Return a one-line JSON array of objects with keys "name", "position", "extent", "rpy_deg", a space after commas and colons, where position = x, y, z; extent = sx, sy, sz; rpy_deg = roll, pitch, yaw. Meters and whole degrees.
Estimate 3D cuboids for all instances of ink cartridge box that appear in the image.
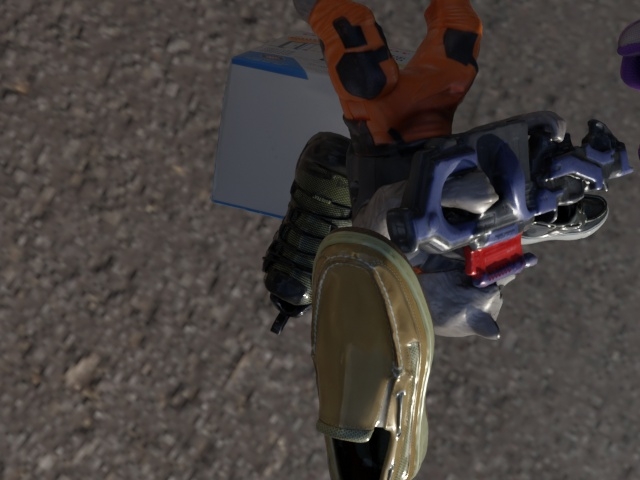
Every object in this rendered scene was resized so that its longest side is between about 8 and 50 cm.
[{"name": "ink cartridge box", "position": [0.005, -0.128, 1.684], "extent": [0.232, 0.171, 0.168], "rpy_deg": [-41, 142, -67]}]

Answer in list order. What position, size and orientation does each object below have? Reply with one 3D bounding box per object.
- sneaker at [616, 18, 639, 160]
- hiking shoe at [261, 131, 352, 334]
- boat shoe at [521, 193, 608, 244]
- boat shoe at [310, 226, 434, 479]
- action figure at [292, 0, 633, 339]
[{"name": "sneaker", "position": [0.220, -0.037, 0.754], "extent": [0.104, 0.236, 0.095], "rpy_deg": [-20, 151, 3]}, {"name": "hiking shoe", "position": [0.000, 0.000, 1.306], "extent": [0.227, 0.086, 0.114], "rpy_deg": [101, 12, -58]}, {"name": "boat shoe", "position": [0.254, -0.027, 1.572], "extent": [0.142, 0.049, 0.040], "rpy_deg": [-13, 155, -34]}, {"name": "boat shoe", "position": [0.025, 0.082, 0.827], "extent": [0.072, 0.068, 0.190], "rpy_deg": [-56, 144, -43]}, {"name": "action figure", "position": [0.097, -0.082, 1.188], "extent": [0.341, 0.178, 0.330], "rpy_deg": [-4, 82, -52]}]
